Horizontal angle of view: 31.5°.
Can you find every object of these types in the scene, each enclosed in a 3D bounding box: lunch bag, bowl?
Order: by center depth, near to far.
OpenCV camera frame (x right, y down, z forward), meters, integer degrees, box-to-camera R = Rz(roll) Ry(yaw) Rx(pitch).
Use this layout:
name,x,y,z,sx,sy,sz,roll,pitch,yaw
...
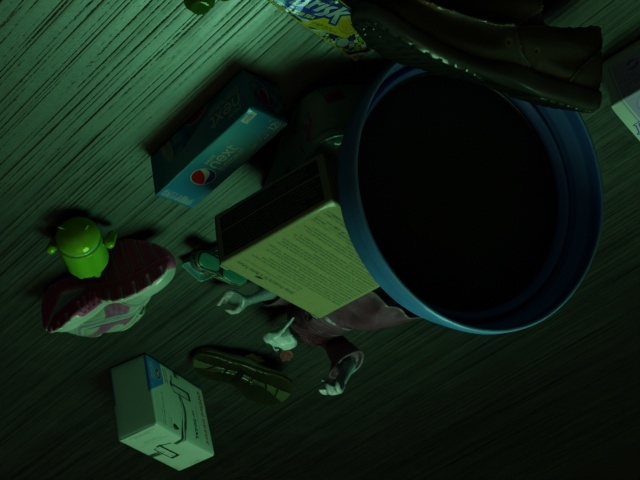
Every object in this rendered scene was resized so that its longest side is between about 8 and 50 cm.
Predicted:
name,x,y,z,sx,sy,sz,roll,pitch,yaw
bowl,0.197,-0.071,1.492,0.391,0.391,0.077,6,169,-27
lunch bag,0.053,-0.101,1.619,0.224,0.107,0.279,1,144,-21

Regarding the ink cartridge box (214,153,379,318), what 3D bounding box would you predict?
name,x,y,z,sx,sy,sz,roll,pitch,yaw
ink cartridge box,0.000,0.000,1.571,0.193,0.088,0.235,-28,144,24

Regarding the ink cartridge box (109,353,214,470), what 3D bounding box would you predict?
name,x,y,z,sx,sy,sz,roll,pitch,yaw
ink cartridge box,-0.291,0.319,2.089,0.086,0.148,0.203,-26,146,15

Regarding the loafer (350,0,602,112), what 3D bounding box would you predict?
name,x,y,z,sx,sy,sz,roll,pitch,yaw
loafer,0.200,-0.259,1.395,0.366,0.134,0.130,13,94,-31

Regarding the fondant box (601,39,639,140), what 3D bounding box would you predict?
name,x,y,z,sx,sy,sz,roll,pitch,yaw
fondant box,0.586,-0.195,1.641,0.238,0.096,0.330,-31,133,25

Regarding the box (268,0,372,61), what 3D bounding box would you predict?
name,x,y,z,sx,sy,sz,roll,pitch,yaw
box,0.007,-0.286,1.375,0.059,0.054,0.169,-34,143,27

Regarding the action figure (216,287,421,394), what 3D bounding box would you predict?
name,x,y,z,sx,sy,sz,roll,pitch,yaw
action figure,0.019,0.093,1.894,0.276,0.248,0.370,-43,-176,-39

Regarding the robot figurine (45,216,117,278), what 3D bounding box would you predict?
name,x,y,z,sx,sy,sz,roll,pitch,yaw
robot figurine,-0.352,0.010,1.679,0.101,0.067,0.115,-4,147,1

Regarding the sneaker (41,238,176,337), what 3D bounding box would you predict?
name,x,y,z,sx,sy,sz,roll,pitch,yaw
sneaker,-0.316,0.079,1.779,0.252,0.102,0.111,-24,150,28

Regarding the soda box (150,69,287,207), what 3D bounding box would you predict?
name,x,y,z,sx,sy,sz,roll,pitch,yaw
soda box,-0.141,-0.134,1.534,0.067,0.071,0.210,21,134,-40

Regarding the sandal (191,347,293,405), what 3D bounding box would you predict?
name,x,y,z,sx,sy,sz,roll,pitch,yaw
sandal,-0.143,0.243,2.119,0.219,0.060,0.090,24,127,-24

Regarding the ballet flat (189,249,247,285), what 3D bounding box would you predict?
name,x,y,z,sx,sy,sz,roll,pitch,yaw
ballet flat,-0.165,0.042,1.797,0.041,0.041,0.114,-33,142,27

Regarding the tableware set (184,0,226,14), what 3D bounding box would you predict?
name,x,y,z,sx,sy,sz,roll,pitch,yaw
tableware set,-0.150,-0.319,1.303,0.104,0.024,0.154,-24,147,21

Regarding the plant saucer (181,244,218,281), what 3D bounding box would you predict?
name,x,y,z,sx,sy,sz,roll,pitch,yaw
plant saucer,-0.124,0.013,1.811,0.192,0.018,0.067,-23,145,13
